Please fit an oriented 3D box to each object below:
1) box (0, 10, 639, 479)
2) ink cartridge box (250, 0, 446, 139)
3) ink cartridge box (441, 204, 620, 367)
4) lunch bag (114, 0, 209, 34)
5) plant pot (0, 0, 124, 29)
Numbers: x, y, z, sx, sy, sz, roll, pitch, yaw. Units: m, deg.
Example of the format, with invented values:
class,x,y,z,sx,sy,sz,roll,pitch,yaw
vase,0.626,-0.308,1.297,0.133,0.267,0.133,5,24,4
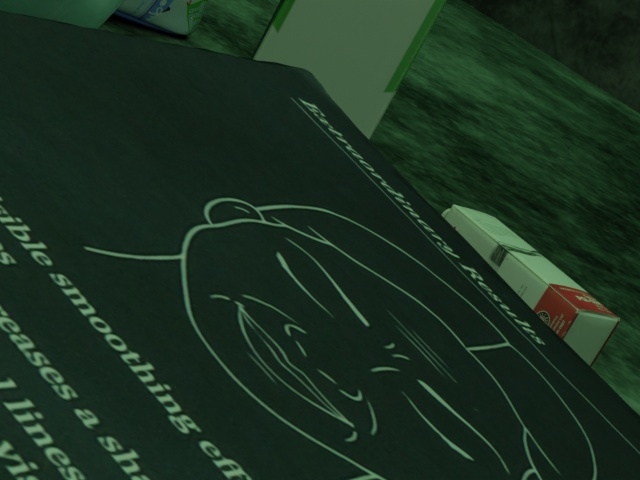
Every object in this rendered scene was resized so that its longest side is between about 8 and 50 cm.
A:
class,x,y,z,sx,sy,sz,roll,pitch,yaw
box,-0.063,0.106,0.464,0.293,0.212,0.395,46,19,20
ink cartridge box,0.022,-0.192,1.614,0.121,0.211,0.289,28,16,-4
ink cartridge box,0.123,0.053,1.246,0.056,0.099,0.135,12,24,-47
lunch bag,-0.237,-0.319,1.747,0.303,0.115,0.243,42,18,34
plant pot,-0.223,-0.232,1.253,0.196,0.293,0.293,45,10,-21
